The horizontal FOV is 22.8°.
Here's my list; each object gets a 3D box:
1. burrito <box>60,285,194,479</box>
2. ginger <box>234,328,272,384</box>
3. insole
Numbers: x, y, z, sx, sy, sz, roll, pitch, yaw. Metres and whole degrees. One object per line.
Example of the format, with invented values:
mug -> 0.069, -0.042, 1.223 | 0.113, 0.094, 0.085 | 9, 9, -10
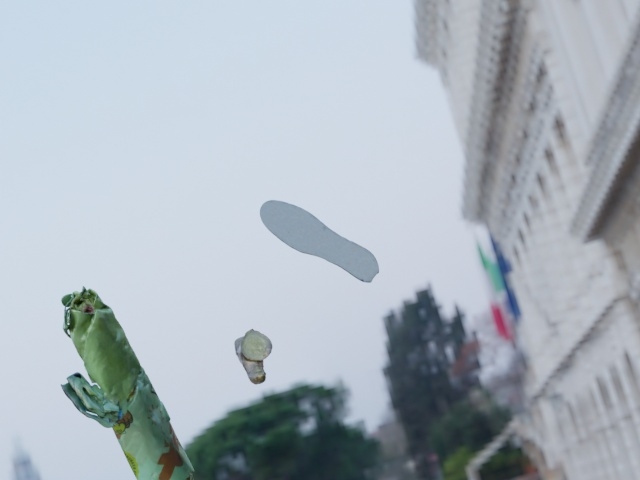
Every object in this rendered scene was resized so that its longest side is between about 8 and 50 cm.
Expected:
burrito -> -0.247, 0.196, 1.933 | 0.054, 0.288, 0.104 | -14, 14, 48
ginger -> -0.077, 0.121, 1.746 | 0.030, 0.048, 0.097 | 13, 17, -21
insole -> 0.000, 0.000, 2.079 | 0.197, 0.065, 0.004 | 28, -38, -27
